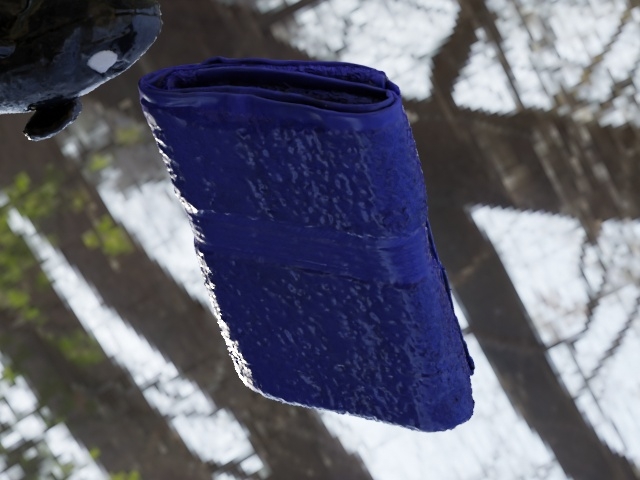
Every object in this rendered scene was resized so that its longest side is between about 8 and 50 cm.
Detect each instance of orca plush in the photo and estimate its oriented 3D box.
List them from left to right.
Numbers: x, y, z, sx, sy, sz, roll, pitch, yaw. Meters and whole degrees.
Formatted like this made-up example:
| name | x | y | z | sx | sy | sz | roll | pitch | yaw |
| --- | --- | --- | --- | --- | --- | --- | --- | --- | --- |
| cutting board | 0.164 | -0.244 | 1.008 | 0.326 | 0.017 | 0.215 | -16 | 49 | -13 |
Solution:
| name | x | y | z | sx | sy | sz | roll | pitch | yaw |
| --- | --- | --- | --- | --- | --- | --- | --- | --- | --- |
| orca plush | -0.273 | -0.164 | 1.399 | 0.287 | 0.151 | 0.102 | 9 | 178 | 23 |

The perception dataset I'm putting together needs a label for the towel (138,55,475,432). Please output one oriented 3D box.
| name | x | y | z | sx | sy | sz | roll | pitch | yaw |
| --- | --- | --- | --- | --- | --- | --- | --- | --- | --- |
| towel | 0.000 | 0.000 | 1.380 | 0.228 | 0.308 | 0.076 | 10 | -139 | 34 |
